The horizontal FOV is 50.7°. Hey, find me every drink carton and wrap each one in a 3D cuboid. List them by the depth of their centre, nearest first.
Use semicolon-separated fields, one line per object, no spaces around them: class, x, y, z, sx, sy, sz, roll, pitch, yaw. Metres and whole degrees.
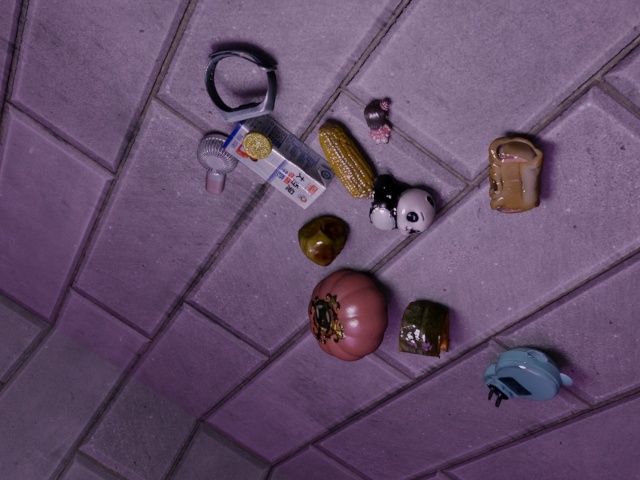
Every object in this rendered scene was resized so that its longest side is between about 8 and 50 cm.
drink carton;-0.119;-0.238;1.968;0.315;0.106;0.130;37;139;-11

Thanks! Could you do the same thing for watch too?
watch;-0.212;-0.426;1.823;0.206;0.068;0.193;-8;105;24

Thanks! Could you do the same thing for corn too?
corn;0.076;-0.217;1.895;0.097;0.097;0.262;-15;122;38

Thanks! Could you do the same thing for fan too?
fan;-0.325;-0.232;2.118;0.130;0.074;0.244;17;144;-4

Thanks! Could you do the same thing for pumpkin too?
pumpkin;0.346;0.333;2.229;0.139;0.190;0.280;7;135;21

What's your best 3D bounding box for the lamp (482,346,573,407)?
lamp;0.656;0.441;2.200;0.209;0.147;0.284;42;129;-12

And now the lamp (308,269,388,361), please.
lamp;0.103;0.245;2.238;0.305;0.239;0.305;5;96;50

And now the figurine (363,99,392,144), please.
figurine;0.157;-0.309;1.788;0.072;0.054;0.129;1;134;22

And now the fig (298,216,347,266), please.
fig;0.000;0.000;2.122;0.165;0.144;0.154;15;106;45

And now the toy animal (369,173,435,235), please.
toy animal;0.233;-0.091;1.902;0.179;0.138;0.166;19;155;17

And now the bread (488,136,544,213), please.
bread;0.498;-0.166;1.729;0.134;0.081;0.225;5;132;17

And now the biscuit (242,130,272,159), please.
biscuit;-0.175;-0.265;1.875;0.084;0.023;0.084;9;126;12
